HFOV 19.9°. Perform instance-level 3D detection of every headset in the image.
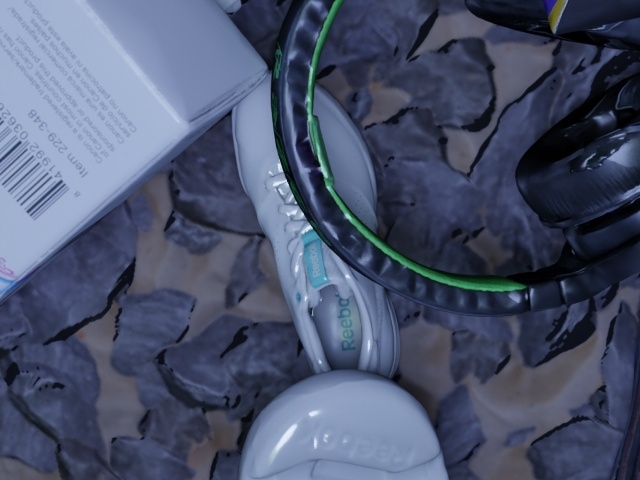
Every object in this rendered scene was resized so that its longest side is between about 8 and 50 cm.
[{"bbox_3d":[0.171,-0.098,1.014,0.394,0.185,0.243,-17,98,-9],"label":"headset"}]

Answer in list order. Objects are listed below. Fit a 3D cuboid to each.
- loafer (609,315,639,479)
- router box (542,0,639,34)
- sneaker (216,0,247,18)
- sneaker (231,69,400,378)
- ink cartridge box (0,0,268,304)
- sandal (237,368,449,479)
[{"bbox_3d":[0.227,0.148,1.094,0.109,0.095,0.302,1,99,6],"label":"loafer"},{"bbox_3d":[0.231,-0.256,0.943,0.309,0.081,0.242,-13,70,-11],"label":"router box"},{"bbox_3d":[-0.031,-0.176,1.072,0.237,0.085,0.086,-43,88,12],"label":"sneaker"},{"bbox_3d":[0.000,0.000,1.093,0.080,0.094,0.212,-18,97,9],"label":"sneaker"},{"bbox_3d":[-0.218,-0.080,1.041,0.306,0.131,0.226,-37,94,30],"label":"ink cartridge box"},{"bbox_3d":[0.015,0.262,1.132,0.169,0.102,0.416,-1,112,-14],"label":"sandal"}]
